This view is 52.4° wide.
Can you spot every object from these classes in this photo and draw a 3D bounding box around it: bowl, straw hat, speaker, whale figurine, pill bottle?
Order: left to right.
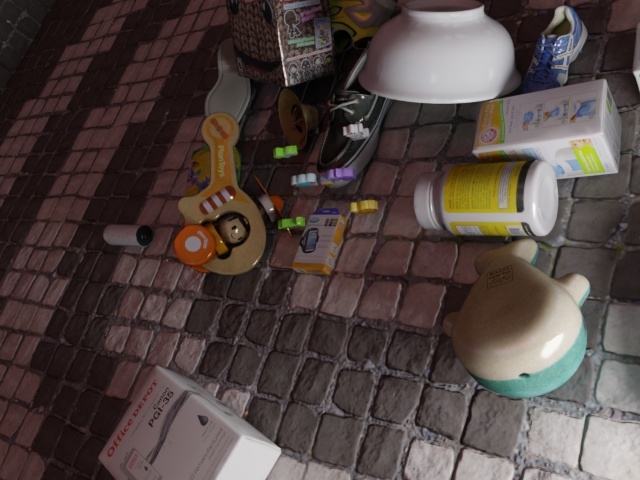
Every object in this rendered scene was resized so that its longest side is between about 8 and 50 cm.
[{"bbox_3d":[-0.480,-0.013,1.623,0.136,0.055,0.055,1,64,38],"label":"speaker"},{"bbox_3d":[-0.037,-0.274,1.451,0.061,0.144,0.144,-17,41,-22],"label":"straw hat"},{"bbox_3d":[0.213,-0.353,1.162,0.298,0.134,0.298,-3,30,1],"label":"bowl"},{"bbox_3d":[0.265,-0.067,1.058,0.209,0.119,0.119,1,64,37],"label":"pill bottle"},{"bbox_3d":[0.288,0.111,0.945,0.216,0.141,0.272,-24,26,22],"label":"whale figurine"}]

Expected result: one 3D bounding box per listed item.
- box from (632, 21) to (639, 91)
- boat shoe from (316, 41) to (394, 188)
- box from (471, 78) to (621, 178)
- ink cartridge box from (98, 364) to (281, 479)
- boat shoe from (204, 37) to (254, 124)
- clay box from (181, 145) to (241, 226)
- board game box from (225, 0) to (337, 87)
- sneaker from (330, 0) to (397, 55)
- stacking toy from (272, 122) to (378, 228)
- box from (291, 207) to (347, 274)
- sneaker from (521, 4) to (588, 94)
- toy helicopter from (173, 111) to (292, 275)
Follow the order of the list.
[{"bbox_3d":[0.538,-0.274,1.000,0.087,0.101,0.101,-1,64,36],"label":"box"},{"bbox_3d":[0.067,-0.271,1.335,0.121,0.119,0.335,13,71,41],"label":"boat shoe"},{"bbox_3d":[0.365,-0.169,1.052,0.203,0.114,0.103,-3,61,36],"label":"box"},{"bbox_3d":[-0.239,0.380,1.150,0.283,0.117,0.207,22,78,43],"label":"ink cartridge box"},{"bbox_3d":[-0.218,-0.373,1.638,0.114,0.091,0.302,4,60,8],"label":"boat shoe"},{"bbox_3d":[-0.253,-0.136,1.534,0.128,0.053,0.222,-17,53,26],"label":"clay box"},{"bbox_3d":[-0.097,-0.515,1.464,0.141,0.291,0.232,-22,29,-27],"label":"board game box"},{"bbox_3d":[0.007,-0.521,1.530,0.385,0.145,0.147,21,95,51],"label":"sneaker"},{"bbox_3d":[0.002,-0.120,1.258,0.221,0.052,0.166,-9,79,27],"label":"stacking toy"},{"bbox_3d":[0.000,0.000,1.278,0.081,0.028,0.136,2,62,38],"label":"box"},{"bbox_3d":[0.399,-0.316,1.144,0.080,0.081,0.211,14,73,39],"label":"sneaker"},{"bbox_3d":[-0.185,-0.103,1.372,0.235,0.140,0.354,-5,79,1],"label":"toy helicopter"}]
